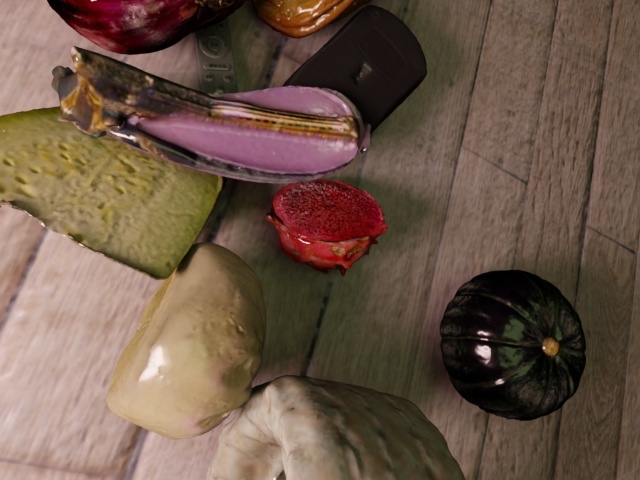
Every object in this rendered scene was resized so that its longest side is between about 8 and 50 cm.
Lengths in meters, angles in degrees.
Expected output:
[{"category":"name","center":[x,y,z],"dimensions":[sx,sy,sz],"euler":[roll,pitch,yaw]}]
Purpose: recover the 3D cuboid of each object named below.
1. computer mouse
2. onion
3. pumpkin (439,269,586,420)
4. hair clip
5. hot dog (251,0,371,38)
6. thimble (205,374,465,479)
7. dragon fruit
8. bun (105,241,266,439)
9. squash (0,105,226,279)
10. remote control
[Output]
[{"category":"computer mouse","center":[0.035,-0.208,0.663],"dimensions":[0.137,0.086,0.270],"euler":[45,70,-9]},{"category":"onion","center":[-0.180,-0.325,0.508],"dimensions":[0.280,0.221,0.281],"euler":[-1,74,5]},{"category":"pumpkin","center":[0.281,0.153,0.696],"dimensions":[0.220,0.162,0.221],"euler":[4,79,-21]},{"category":"hair clip","center":[-0.097,-0.132,0.524],"dimensions":[0.358,0.096,0.110],"euler":[6,38,-28]},{"category":"hot dog","center":[0.026,-0.397,0.658],"dimensions":[0.196,0.122,0.272],"euler":[39,65,25]},{"category":"thimble","center":[0.003,0.289,0.462],"dimensions":[0.195,0.291,0.292],"euler":[15,76,-25]},{"category":"dragon fruit","center":[0.000,0.000,0.619],"dimensions":[0.152,0.153,0.111],"euler":[-12,129,-27]},{"category":"bun","center":[-0.125,0.104,0.493],"dimensions":[0.127,0.178,0.193],"euler":[29,56,-20]},{"category":"squash","center":[-0.215,-0.085,0.489],"dimensions":[0.236,0.204,0.155],"euler":[32,89,-9]},{"category":"remote control","center":[-0.136,-0.217,0.617],"dimensions":[0.049,0.027,0.184],"euler":[-5,80,-24]}]
